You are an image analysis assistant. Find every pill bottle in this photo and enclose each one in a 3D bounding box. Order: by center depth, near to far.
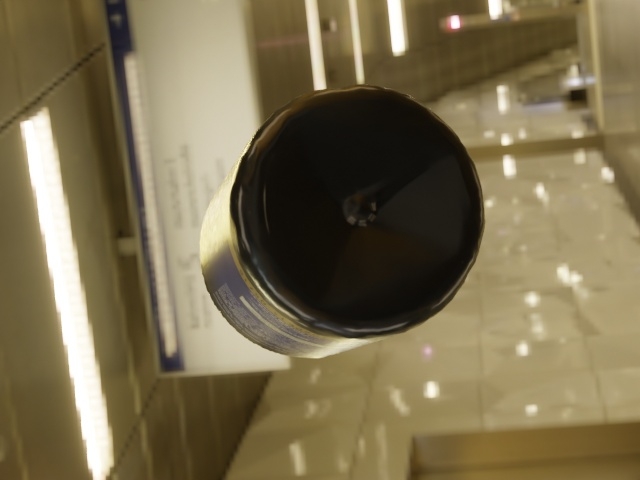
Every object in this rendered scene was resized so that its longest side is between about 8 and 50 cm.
[{"bbox_3d":[0.000,0.000,0.743,0.219,0.123,0.122,143,124,-76],"label":"pill bottle"}]
